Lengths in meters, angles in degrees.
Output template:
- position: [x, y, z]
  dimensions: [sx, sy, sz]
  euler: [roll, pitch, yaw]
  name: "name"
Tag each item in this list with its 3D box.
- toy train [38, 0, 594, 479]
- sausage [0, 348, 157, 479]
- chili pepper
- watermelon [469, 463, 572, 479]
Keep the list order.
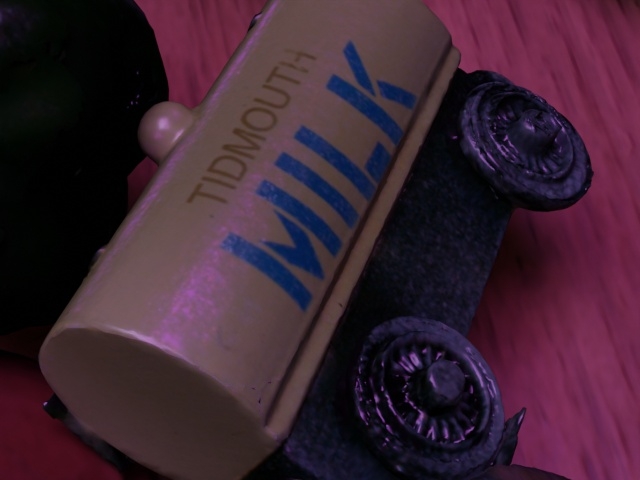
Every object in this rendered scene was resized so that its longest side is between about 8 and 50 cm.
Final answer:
- position: [0.000, 0.000, 0.505]
  dimensions: [0.157, 0.105, 0.253]
  euler: [34, 49, -9]
  name: "toy train"
- position: [-0.176, 0.099, 0.504]
  dimensions: [0.254, 0.148, 0.148]
  euler: [4, 60, 9]
  name: "sausage"
- position: [-0.150, -0.057, 0.533]
  dimensions: [0.174, 0.261, 0.165]
  euler: [21, 95, -4]
  name: "chili pepper"
- position: [0.021, 0.182, 0.401]
  dimensions: [0.193, 0.310, 0.232]
  euler: [19, 101, 18]
  name: "watermelon"
